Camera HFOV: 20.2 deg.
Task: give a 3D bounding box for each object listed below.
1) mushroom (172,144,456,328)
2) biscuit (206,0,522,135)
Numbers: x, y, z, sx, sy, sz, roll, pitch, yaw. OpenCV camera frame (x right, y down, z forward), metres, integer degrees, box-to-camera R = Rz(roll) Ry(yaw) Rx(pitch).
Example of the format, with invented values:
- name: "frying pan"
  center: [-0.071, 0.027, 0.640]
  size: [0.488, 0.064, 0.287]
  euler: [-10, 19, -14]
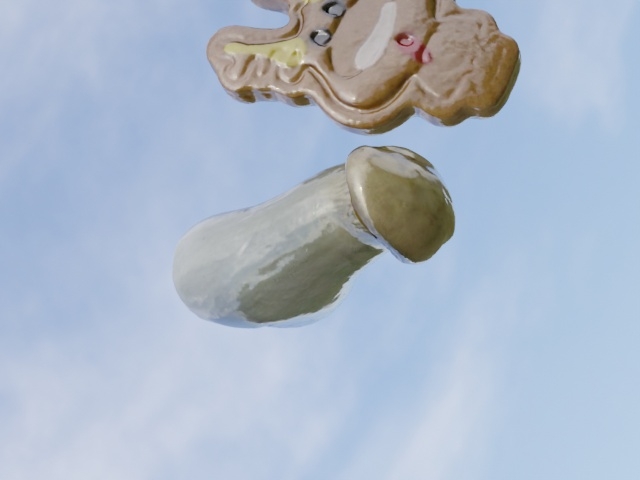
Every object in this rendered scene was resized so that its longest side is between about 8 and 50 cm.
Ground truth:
- name: "mushroom"
  center: [0.000, 0.000, 1.557]
  size: [0.159, 0.329, 0.122]
  euler: [-16, -97, -39]
- name: "biscuit"
  center: [0.041, -0.183, 1.648]
  size: [0.044, 0.295, 0.186]
  euler: [60, -133, -60]
